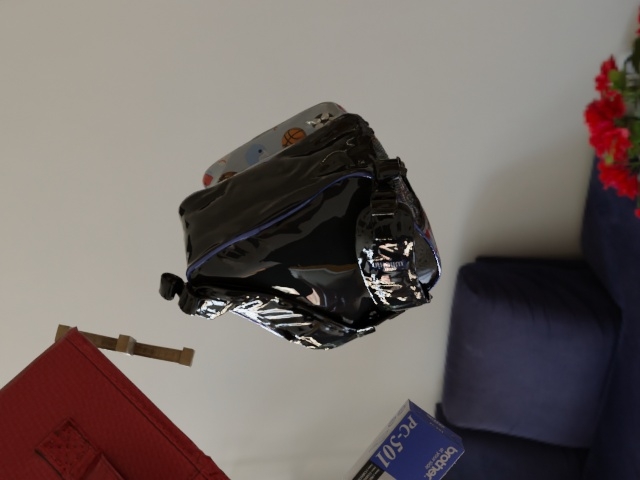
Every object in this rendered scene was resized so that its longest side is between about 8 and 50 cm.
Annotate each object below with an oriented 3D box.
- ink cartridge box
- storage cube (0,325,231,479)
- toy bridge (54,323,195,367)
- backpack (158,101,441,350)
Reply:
[{"bbox_3d":[0.100,0.336,1.018,0.207,0.097,0.046,-52,2,10],"label":"ink cartridge box"},{"bbox_3d":[-0.113,0.192,0.339,0.184,0.193,0.215,39,158,17],"label":"storage cube"},{"bbox_3d":[-0.265,0.144,0.979,0.063,0.188,0.026,110,171,-76],"label":"toy bridge"},{"bbox_3d":[0.000,0.000,0.805,0.263,0.277,0.213,49,-155,-43],"label":"backpack"}]
